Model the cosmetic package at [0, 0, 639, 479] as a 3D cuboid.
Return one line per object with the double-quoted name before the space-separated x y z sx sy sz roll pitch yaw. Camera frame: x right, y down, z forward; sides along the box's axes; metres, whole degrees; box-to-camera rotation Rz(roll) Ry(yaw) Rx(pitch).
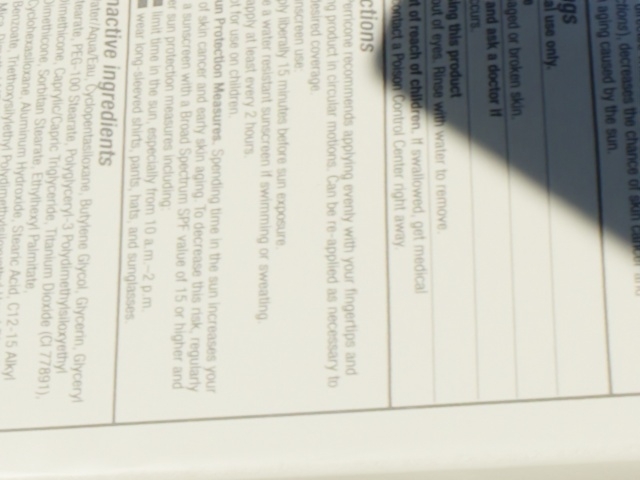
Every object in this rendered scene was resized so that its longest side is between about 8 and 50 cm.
"cosmetic package" 0.000 0.000 0.466 0.309 0.113 0.160 -3 70 12
